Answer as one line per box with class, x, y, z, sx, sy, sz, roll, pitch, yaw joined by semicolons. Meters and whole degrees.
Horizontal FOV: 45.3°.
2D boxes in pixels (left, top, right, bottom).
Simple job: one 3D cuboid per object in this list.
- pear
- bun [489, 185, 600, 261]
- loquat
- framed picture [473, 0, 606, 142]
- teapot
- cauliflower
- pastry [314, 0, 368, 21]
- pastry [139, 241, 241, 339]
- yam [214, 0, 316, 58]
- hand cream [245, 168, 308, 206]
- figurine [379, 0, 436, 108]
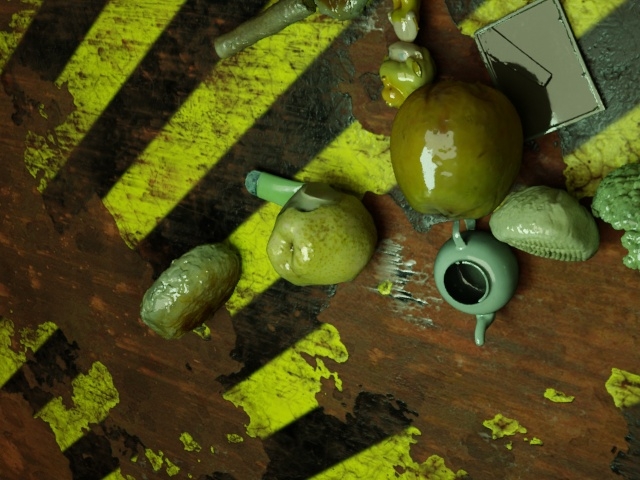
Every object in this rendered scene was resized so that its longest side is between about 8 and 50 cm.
pear;0.000;0.000;1.838;0.271;0.271;0.271;13;115;28
bun;0.463;-0.038;1.574;0.220;0.220;0.134;13;84;28
loquat;0.278;-0.183;1.561;0.276;0.276;0.284;5;90;31
framed picture;0.439;-0.344;1.555;0.189;0.023;0.260;-22;96;37
teapot;0.344;0.075;1.719;0.193;0.129;0.294;-7;105;34
cauliflower;0.668;-0.020;1.450;0.272;0.275;0.250;-9;145;8
pastry;0.045;-0.562;1.685;0.153;0.081;0.153;16;119;31
pastry;-0.353;0.142;2.091;0.136;0.329;0.330;43;126;12
yam;-0.140;-0.511;1.836;0.299;0.066;0.066;-18;98;36
hand cream;-0.113;-0.131;1.986;0.175;0.046;0.095;19;118;18
figurine;0.184;-0.399;1.638;0.156;0.131;0.246;-142;45;-58
